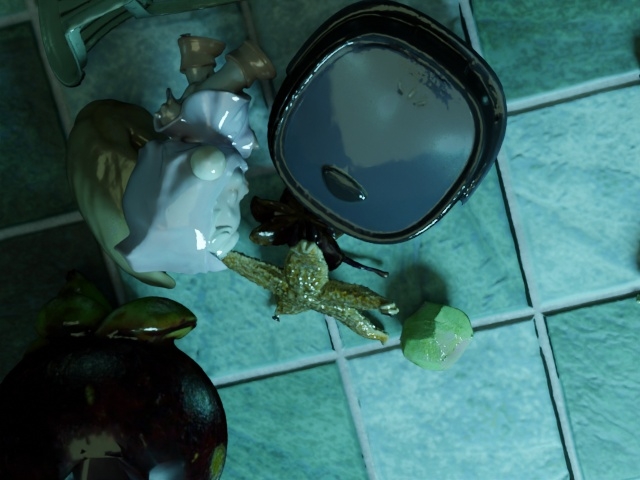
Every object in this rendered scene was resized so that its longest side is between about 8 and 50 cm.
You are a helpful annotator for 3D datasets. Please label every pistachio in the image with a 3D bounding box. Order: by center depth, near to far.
[{"bbox_3d":[-0.219,-0.054,1.518,0.137,0.153,0.238,-35,101,-25],"label":"pistachio"}]

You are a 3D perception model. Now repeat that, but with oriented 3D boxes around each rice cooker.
[{"bbox_3d":[0.072,-0.133,1.422,0.267,0.224,0.267,2,104,7],"label":"rice cooker"}]

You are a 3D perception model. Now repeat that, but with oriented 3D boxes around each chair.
[{"bbox_3d":[-0.215,-0.304,1.423,0.274,0.190,0.203,-18,68,5],"label":"chair"}]

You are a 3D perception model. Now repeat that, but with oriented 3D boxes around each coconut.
[{"bbox_3d":[0.136,0.117,1.554,0.082,0.081,0.083,-32,108,-30],"label":"coconut"}]

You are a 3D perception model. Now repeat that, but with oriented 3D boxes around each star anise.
[{"bbox_3d":[0.000,0.000,1.539,0.190,0.097,0.070,24,126,-6],"label":"star anise"}]

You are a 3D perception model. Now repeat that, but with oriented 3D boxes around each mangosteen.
[{"bbox_3d":[-0.256,0.220,1.522,0.311,0.311,0.311,1,104,5],"label":"mangosteen"}]

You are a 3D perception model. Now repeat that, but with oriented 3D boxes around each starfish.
[{"bbox_3d":[-0.018,0.047,1.494,0.295,0.231,0.048,29,67,-14],"label":"starfish"}]

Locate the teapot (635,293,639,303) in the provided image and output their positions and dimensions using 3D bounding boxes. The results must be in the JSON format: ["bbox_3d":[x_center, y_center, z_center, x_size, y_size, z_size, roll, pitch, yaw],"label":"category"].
[{"bbox_3d":[0.417,0.059,1.525,0.064,0.064,0.083,32,137,-10],"label":"teapot"}]

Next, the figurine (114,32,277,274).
[{"bbox_3d":[-0.135,-0.092,1.407,0.133,0.200,0.276,14,82,-1],"label":"figurine"}]
